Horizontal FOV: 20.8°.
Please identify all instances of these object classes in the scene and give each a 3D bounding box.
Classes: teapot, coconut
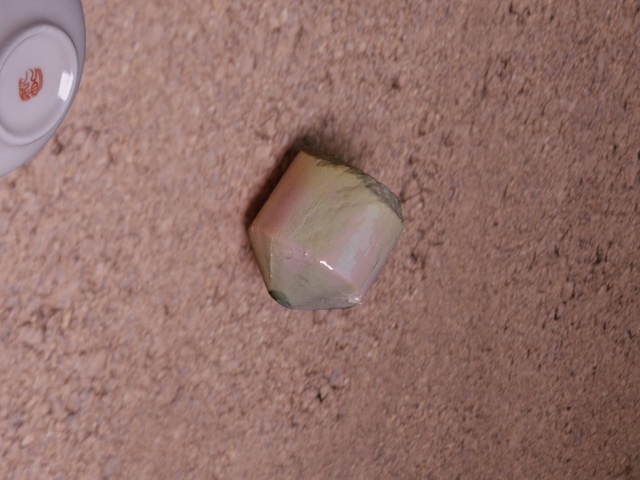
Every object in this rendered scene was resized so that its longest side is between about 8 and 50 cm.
[{"bbox_3d":[-0.201,-0.121,1.032,0.159,0.116,0.245,18,93,-48],"label":"teapot"},{"bbox_3d":[0.000,0.000,1.407,0.122,0.116,0.116,-58,149,-7],"label":"coconut"}]
